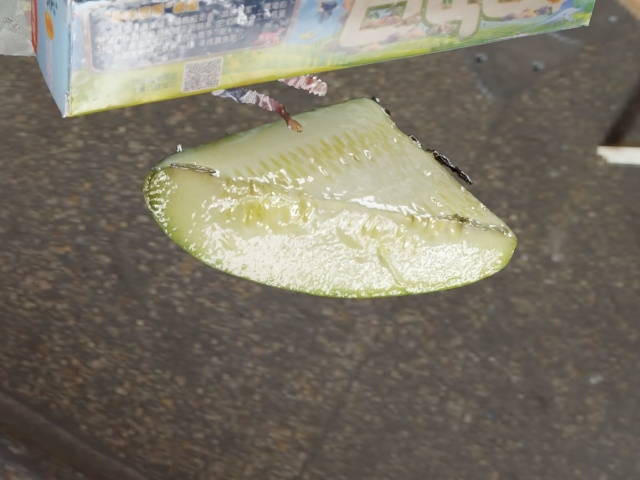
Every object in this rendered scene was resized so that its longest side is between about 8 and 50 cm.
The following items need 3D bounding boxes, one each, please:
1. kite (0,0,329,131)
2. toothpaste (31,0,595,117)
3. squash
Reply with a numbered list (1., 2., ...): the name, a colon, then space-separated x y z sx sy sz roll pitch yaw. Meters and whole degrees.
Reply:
1. kite: -0.101 -0.136 1.012 0.245 0.141 0.015 21 41 -21
2. toothpaste: 0.001 -0.079 0.553 0.193 0.044 0.070 -12 139 -20
3. squash: 0.000 0.000 1.145 0.252 0.169 0.093 -22 148 -50
